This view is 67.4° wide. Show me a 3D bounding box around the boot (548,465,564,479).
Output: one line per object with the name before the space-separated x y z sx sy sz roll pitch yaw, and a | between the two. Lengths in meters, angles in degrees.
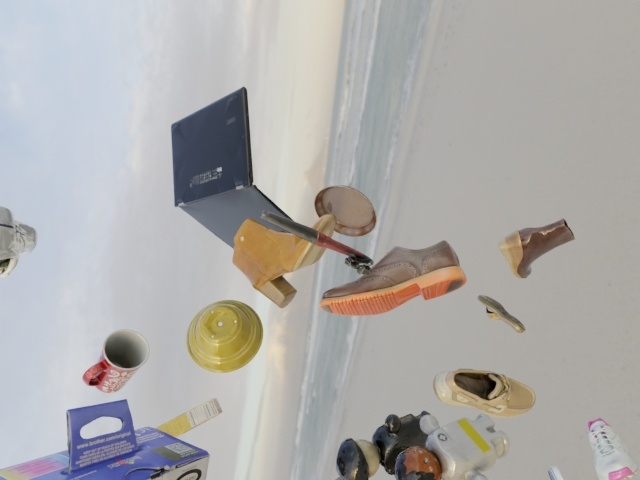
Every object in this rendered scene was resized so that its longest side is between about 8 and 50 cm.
boot | 0.555 0.630 1.138 0.069 0.086 0.190 61 -163 -24

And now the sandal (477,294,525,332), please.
sandal | 0.564 0.237 1.523 0.180 0.072 0.049 45 118 36

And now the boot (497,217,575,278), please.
boot | 0.696 0.033 1.517 0.248 0.206 0.090 38 -139 -43

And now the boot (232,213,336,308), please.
boot | -0.107 0.003 1.178 0.104 0.211 0.295 -13 -40 -57

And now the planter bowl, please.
planter bowl | -0.270 0.244 1.323 0.090 0.217 0.217 91 -176 -58

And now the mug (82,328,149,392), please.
mug | -0.544 0.320 1.246 0.169 0.150 0.113 -48 50 38

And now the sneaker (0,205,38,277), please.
sneaker | -0.510 0.011 0.749 0.258 0.094 0.091 155 118 -69

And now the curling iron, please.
curling iron | 0.000 0.000 1.018 0.035 0.274 0.068 -58 14 14

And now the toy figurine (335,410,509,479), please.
toy figurine | 0.129 0.313 0.557 0.209 0.148 0.213 -39 65 63

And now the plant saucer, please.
plant saucer | 0.066 -0.079 1.213 0.168 0.168 0.029 97 -162 -49

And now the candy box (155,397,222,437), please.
candy box | -0.383 0.524 1.396 0.053 0.186 0.109 63 166 13

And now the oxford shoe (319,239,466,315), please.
oxford shoe | 0.168 0.097 1.205 0.130 0.363 0.133 71 -174 -62

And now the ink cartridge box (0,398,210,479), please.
ink cartridge box | -0.304 0.427 0.638 0.270 0.151 0.396 15 -96 -61

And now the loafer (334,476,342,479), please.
loafer | 0.066 0.646 1.084 0.109 0.095 0.303 -132 24 -62

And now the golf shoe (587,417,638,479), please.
golf shoe | 0.863 0.632 1.455 0.306 0.115 0.140 15 -134 -64

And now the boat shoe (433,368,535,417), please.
boat shoe | 0.507 0.449 1.421 0.110 0.340 0.122 126 151 -55

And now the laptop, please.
laptop | -0.240 -0.178 1.429 0.236 0.381 0.408 -1 -95 -46
